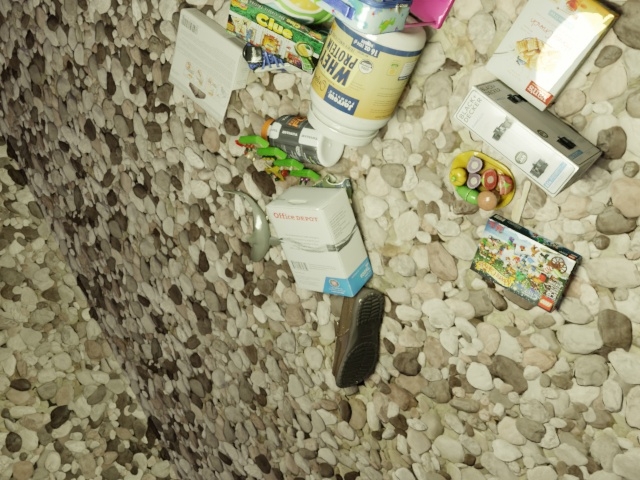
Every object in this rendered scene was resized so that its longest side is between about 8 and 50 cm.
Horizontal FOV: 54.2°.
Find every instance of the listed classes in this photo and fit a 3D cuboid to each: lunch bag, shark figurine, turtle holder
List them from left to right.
[{"bbox_3d":[-0.231,-0.050,2.119,0.166,0.116,0.278,-5,106,41],"label":"shark figurine"},{"bbox_3d":[-0.052,-0.661,1.615,0.320,0.227,0.243,44,131,21],"label":"turtle holder"},{"bbox_3d":[0.076,-0.525,1.344,0.219,0.176,0.090,41,131,25],"label":"lunch bag"}]

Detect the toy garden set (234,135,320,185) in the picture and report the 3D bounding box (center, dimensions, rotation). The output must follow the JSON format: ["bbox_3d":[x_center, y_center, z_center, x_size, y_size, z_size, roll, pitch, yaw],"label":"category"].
[{"bbox_3d":[-0.154,-0.235,1.894,0.204,0.244,0.049,12,76,55],"label":"toy garden set"}]

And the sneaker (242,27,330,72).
[{"bbox_3d":[-0.104,-0.520,1.755,0.316,0.182,0.127,12,117,38],"label":"sneaker"}]

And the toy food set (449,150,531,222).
[{"bbox_3d":[0.403,-0.134,1.547,0.218,0.071,0.128,34,127,26],"label":"toy food set"}]

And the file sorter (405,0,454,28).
[{"bbox_3d":[0.218,-0.656,1.412,0.202,0.182,0.290,43,131,20],"label":"file sorter"}]

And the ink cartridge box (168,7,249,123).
[{"bbox_3d":[-0.364,-0.572,2.044,0.296,0.066,0.261,40,130,22],"label":"ink cartridge box"}]

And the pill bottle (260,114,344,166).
[{"bbox_3d":[-0.061,-0.300,1.846,0.246,0.130,0.130,18,119,35],"label":"pill bottle"}]

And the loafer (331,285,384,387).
[{"bbox_3d":[0.109,0.296,1.972,0.130,0.134,0.365,41,124,52],"label":"loafer"}]

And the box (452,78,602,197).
[{"bbox_3d":[0.458,-0.237,1.388,0.290,0.169,0.087,45,131,19],"label":"box"}]

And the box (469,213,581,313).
[{"bbox_3d":[0.504,0.056,1.557,0.233,0.044,0.159,31,125,29],"label":"box"}]

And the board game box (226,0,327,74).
[{"bbox_3d":[-0.119,-0.537,1.627,0.260,0.030,0.136,26,151,-3],"label":"board game box"}]

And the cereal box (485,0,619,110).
[{"bbox_3d":[0.494,-0.428,1.356,0.173,0.047,0.240,44,129,18],"label":"cereal box"}]

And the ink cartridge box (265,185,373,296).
[{"bbox_3d":[0.000,0.000,1.871,0.223,0.129,0.307,6,128,41],"label":"ink cartridge box"}]

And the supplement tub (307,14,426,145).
[{"bbox_3d":[0.105,-0.421,1.581,0.228,0.228,0.316,41,130,22],"label":"supplement tub"}]

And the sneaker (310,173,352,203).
[{"bbox_3d":[0.020,-0.160,1.889,0.192,0.064,0.086,12,104,40],"label":"sneaker"}]
